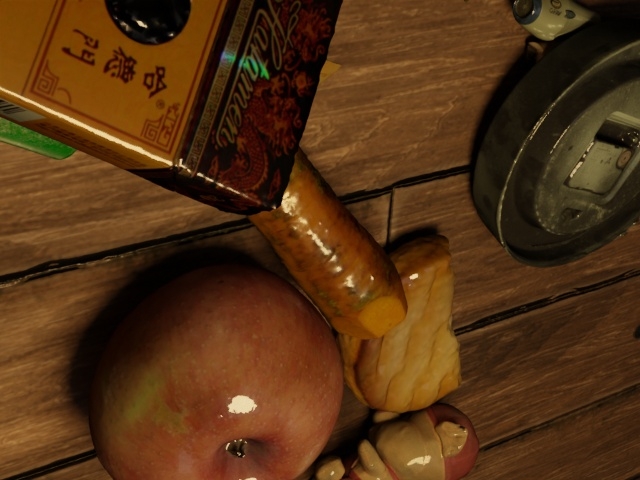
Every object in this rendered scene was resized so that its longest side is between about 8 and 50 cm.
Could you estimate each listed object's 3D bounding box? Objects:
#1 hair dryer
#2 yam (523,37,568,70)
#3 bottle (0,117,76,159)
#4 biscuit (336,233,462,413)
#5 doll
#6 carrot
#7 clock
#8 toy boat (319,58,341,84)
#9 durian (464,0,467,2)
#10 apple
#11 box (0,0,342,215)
[{"bbox_3d":[0.329,-0.352,1.207,0.167,0.067,0.199,15,93,-49],"label":"hair dryer"},{"bbox_3d":[0.418,-0.266,1.312,0.327,0.045,0.045,-8,92,-31],"label":"yam"},{"bbox_3d":[-0.361,-0.162,0.815,0.330,0.093,0.093,21,105,-40],"label":"bottle"},{"bbox_3d":[0.115,0.128,1.318,0.213,0.091,0.274,-21,129,-26],"label":"biscuit"},{"bbox_3d":[0.111,0.332,1.393,0.256,0.196,0.152,-27,103,-12],"label":"doll"},{"bbox_3d":[0.000,0.000,1.114,0.114,0.114,0.302,-42,121,-5],"label":"carrot"},{"bbox_3d":[0.387,-0.132,1.316,0.386,0.076,0.386,-20,136,-21],"label":"clock"},{"bbox_3d":[-0.067,-0.214,1.007,0.200,0.057,0.077,2,111,-35],"label":"toy boat"},{"bbox_3d":[0.226,-0.387,1.102,0.215,0.086,0.100,-56,166,12],"label":"durian"},{"bbox_3d":[-0.118,0.178,1.084,0.305,0.235,0.306,-11,123,-17],"label":"apple"},{"bbox_3d":[-0.182,-0.211,0.812,0.415,0.116,0.264,24,77,-35],"label":"box"}]
